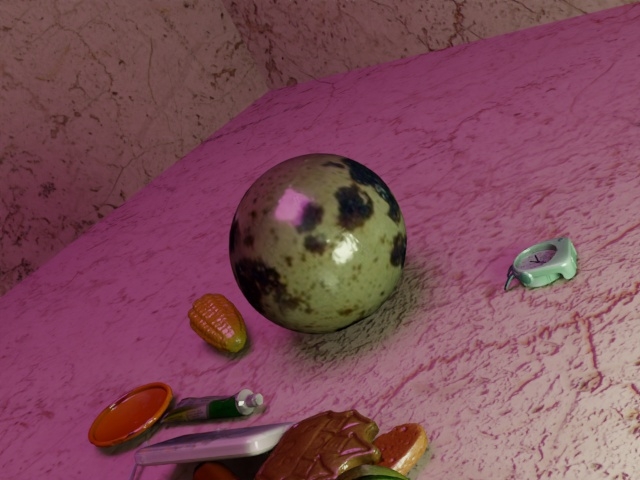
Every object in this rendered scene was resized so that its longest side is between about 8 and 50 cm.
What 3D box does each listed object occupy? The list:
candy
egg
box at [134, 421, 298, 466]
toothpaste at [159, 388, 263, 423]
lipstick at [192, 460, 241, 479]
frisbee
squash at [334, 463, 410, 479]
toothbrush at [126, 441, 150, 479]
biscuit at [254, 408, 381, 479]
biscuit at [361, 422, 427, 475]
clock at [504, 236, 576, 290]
[{"bbox_3d":[-0.210,0.188,2.029,0.106,0.094,0.199,-32,28,-12],"label":"candy"},{"bbox_3d":[0.000,0.000,1.852,0.344,0.345,0.428,-22,9,15],"label":"egg"},{"bbox_3d":[-0.177,0.349,1.612,0.285,0.044,0.142,-14,-4,35],"label":"box"},{"bbox_3d":[-0.205,0.315,1.799,0.247,0.047,0.078,-14,21,37],"label":"toothpaste"},{"bbox_3d":[-0.099,0.414,1.396,0.077,0.077,0.418,-36,22,-19],"label":"lipstick"},{"bbox_3d":[-0.382,0.360,1.920,0.192,0.035,0.192,-24,22,10],"label":"frisbee"},{"bbox_3d":[0.069,0.363,1.209,0.170,0.170,0.123,-27,6,3],"label":"squash"},{"bbox_3d":[-0.352,0.461,1.683,0.019,0.025,0.276,-25,23,25],"label":"toothbrush"},{"bbox_3d":[0.004,0.321,1.439,0.215,0.034,0.182,-14,26,42],"label":"biscuit"},{"bbox_3d":[0.062,0.333,1.429,0.186,0.036,0.192,-39,21,-18],"label":"biscuit"},{"bbox_3d":[0.387,0.045,1.682,0.135,0.041,0.101,-19,24,26],"label":"clock"}]
